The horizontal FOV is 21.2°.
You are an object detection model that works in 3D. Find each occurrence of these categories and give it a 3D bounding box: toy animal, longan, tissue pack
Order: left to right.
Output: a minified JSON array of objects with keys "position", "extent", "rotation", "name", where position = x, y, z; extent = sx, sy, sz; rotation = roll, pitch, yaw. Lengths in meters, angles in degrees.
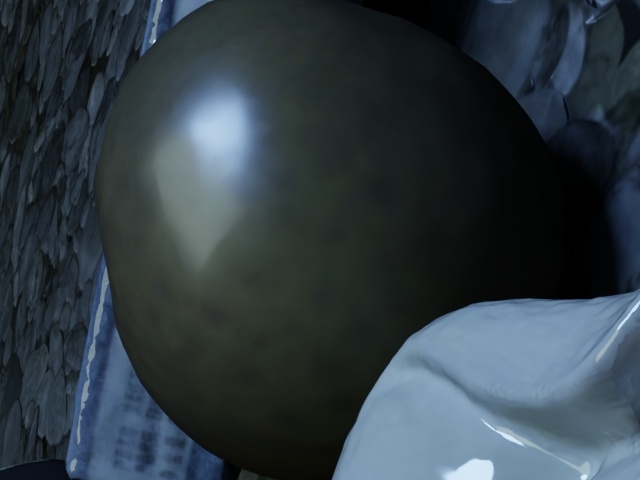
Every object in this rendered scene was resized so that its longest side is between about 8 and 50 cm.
[{"position":[-0.059,-0.045,1.149],"extent":[0.288,0.124,0.394],"rotation":[-66,-11,-84],"name":"tissue pack"},{"position":[0.000,0.000,0.892],"extent":[0.258,0.258,0.258],"rotation":[-169,90,-68],"name":"longan"},{"position":[0.098,0.121,0.666],"extent":[0.265,0.206,0.271],"rotation":[30,110,63],"name":"toy animal"}]

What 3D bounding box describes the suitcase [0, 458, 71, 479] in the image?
[{"position":[-0.201,0.294,1.169],"extent":[0.351,0.339,0.194],"rotation":[76,-178,-51],"name":"suitcase"}]
